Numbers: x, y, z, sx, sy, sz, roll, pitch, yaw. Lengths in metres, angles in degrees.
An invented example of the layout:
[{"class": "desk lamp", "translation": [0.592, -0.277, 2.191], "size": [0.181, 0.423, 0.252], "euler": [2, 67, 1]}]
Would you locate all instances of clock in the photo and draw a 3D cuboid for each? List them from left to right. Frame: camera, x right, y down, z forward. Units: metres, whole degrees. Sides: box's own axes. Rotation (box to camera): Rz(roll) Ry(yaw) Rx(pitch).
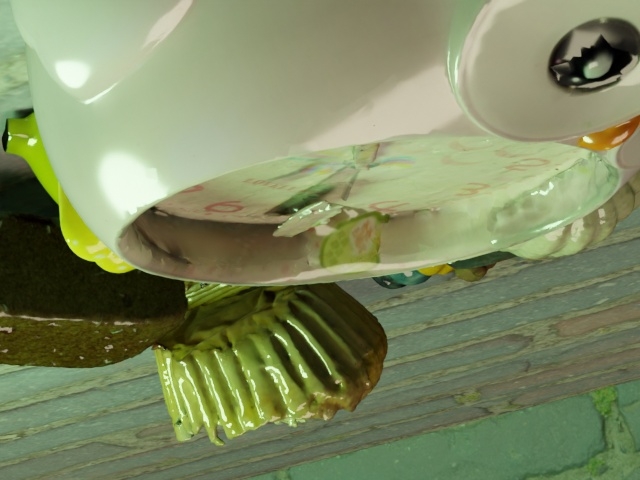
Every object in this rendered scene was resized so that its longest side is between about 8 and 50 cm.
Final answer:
[{"class": "clock", "translation": [0.043, -0.137, 0.679], "size": [0.377, 0.250, 0.368], "euler": [-19, 162, 40]}]

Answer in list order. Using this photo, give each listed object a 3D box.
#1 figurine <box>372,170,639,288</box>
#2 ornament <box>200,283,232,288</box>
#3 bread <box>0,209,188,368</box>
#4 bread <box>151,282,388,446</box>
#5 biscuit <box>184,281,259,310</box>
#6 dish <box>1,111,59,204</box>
[{"class": "figurine", "translation": [0.131, -0.043, 1.145], "size": [0.332, 0.185, 0.204], "euler": [-34, -172, 40]}, {"class": "ornament", "translation": [-0.103, 0.005, 1.274], "size": [0.073, 0.028, 0.125], "euler": [-27, 143, 3]}, {"class": "bread", "translation": [-0.321, 0.034, 1.132], "size": [0.417, 0.113, 0.165], "euler": [8, 157, -36]}, {"class": "bread", "translation": [-0.060, 0.126, 1.535], "size": [0.274, 0.149, 0.274], "euler": [-18, -161, 6]}, {"class": "biscuit", "translation": [-0.179, 0.029, 1.393], "size": [0.318, 0.040, 0.318], "euler": [-11, 162, -4]}, {"class": "dish", "translation": [-0.113, -0.047, 1.085], "size": [0.221, 0.108, 0.262], "euler": [-22, 161, 27]}]
